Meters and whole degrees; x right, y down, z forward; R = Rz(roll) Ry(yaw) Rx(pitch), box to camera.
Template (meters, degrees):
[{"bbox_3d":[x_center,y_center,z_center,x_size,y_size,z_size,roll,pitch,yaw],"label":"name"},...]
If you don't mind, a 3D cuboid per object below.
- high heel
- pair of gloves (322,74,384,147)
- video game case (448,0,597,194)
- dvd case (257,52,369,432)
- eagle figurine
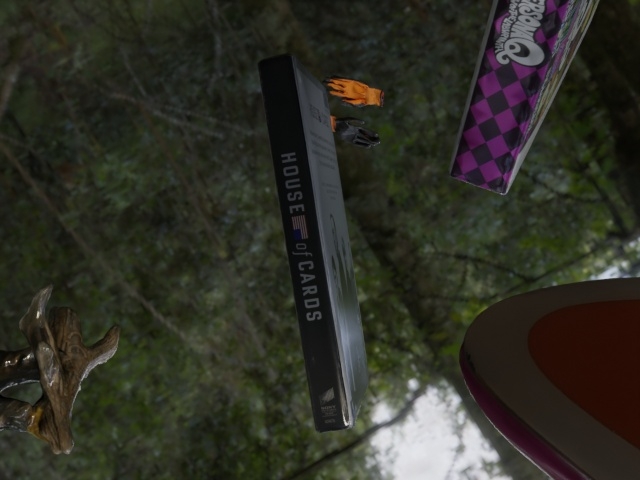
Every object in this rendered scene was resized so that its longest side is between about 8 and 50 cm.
[{"bbox_3d":[0.226,0.143,0.403,0.127,0.377,0.181,-52,154,-31],"label":"high heel"},{"bbox_3d":[0.033,-0.139,1.118,0.010,0.074,0.083,-52,154,-42],"label":"pair of gloves"},{"bbox_3d":[0.141,-0.173,0.557,0.232,0.042,0.210,99,18,-47],"label":"video game case"},{"bbox_3d":[0.000,0.000,0.730,0.029,0.238,0.179,-9,180,6],"label":"dvd case"},{"bbox_3d":[-0.326,0.152,0.819,0.298,0.225,0.226,-15,160,8],"label":"eagle figurine"}]
